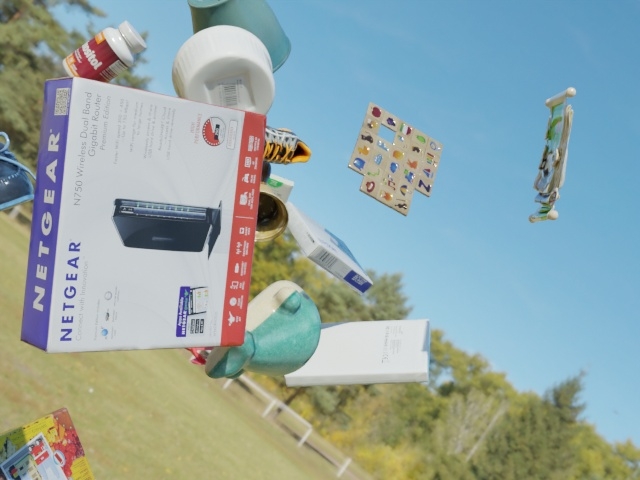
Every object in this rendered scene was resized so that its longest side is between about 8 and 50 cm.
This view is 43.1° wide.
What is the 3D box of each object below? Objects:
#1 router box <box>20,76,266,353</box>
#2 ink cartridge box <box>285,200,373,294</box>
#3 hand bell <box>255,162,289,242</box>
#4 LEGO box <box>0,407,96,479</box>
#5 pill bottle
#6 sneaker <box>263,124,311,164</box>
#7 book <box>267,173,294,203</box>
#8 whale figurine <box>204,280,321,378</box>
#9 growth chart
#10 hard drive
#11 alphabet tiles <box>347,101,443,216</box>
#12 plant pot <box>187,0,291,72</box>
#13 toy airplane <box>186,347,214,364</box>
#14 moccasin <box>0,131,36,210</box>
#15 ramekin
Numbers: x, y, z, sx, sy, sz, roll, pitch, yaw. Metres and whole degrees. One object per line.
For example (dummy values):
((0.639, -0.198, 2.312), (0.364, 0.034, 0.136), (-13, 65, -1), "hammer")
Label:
((-0.226, -0.024, 1.083), (0.301, 0.336, 0.082), (3, 4, -44), "router box")
((0.000, 0.000, 1.815), (0.223, 0.045, 0.224), (36, 13, -47), "ink cartridge box")
((-0.130, -0.116, 1.751), (0.126, 0.126, 0.242), (44, 23, -27), "hand bell")
((-0.702, 0.629, 1.771), (0.373, 0.193, 0.500), (67, 16, 2), "LEGO box")
((-0.423, -0.363, 1.595), (0.086, 0.152, 0.086), (55, 6, -8), "pill bottle")
((-0.098, -0.200, 1.731), (0.083, 0.084, 0.214), (34, 26, 26), "sneaker")
((-0.134, -0.100, 2.011), (0.096, 0.144, 0.035), (20, 34, -7), "book")
((-0.091, 0.177, 1.400), (0.141, 0.216, 0.272), (43, 19, 7), "whale figurine")
((0.385, -0.139, 1.349), (0.021, 0.237, 0.172), (10, -6, 1), "growth chart")
((0.088, 0.249, 1.809), (0.307, 0.203, 0.040), (-4, -63, 11), "hard drive")
((0.162, -0.169, 1.751), (0.198, 0.237, 0.009), (28, -35, -13), "alphabet tiles")
((-0.255, -0.624, 2.347), (0.271, 0.271, 0.255), (28, -25, 41), "plant pot")
((-0.316, 0.276, 2.030), (0.151, 0.028, 0.151), (25, 8, -4), "toy airplane")
((-0.557, -0.108, 1.307), (0.342, 0.137, 0.117), (13, -62, 55), "moccasin")
((-0.252, -0.417, 2.164), (0.277, 0.277, 0.135), (47, 14, -39), "ramekin")
